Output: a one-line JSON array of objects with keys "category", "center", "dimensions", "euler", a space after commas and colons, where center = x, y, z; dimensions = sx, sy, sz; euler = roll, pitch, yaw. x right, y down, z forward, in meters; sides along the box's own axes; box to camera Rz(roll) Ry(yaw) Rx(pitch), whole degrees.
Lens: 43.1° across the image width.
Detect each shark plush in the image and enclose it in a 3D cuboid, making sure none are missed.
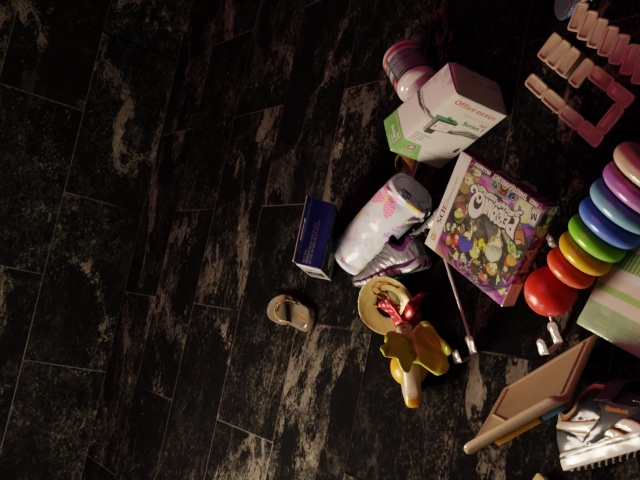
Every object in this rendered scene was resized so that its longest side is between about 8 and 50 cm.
[{"category": "shark plush", "center": [0.269, -0.053, 1.777], "dimensions": [0.161, 0.073, 0.067], "euler": [-51, 24, 17]}]

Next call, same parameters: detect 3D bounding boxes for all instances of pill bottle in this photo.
[{"category": "pill bottle", "center": [0.226, -0.390, 1.952], "dimensions": [0.108, 0.108, 0.180], "euler": [-52, 39, 31]}]

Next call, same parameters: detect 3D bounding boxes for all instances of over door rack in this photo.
[{"category": "over door rack", "center": [0.351, 0.069, 1.591], "dimensions": [0.239, 0.108, 0.324], "euler": [-20, 75, 52]}]

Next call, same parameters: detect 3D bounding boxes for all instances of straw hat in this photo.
[{"category": "straw hat", "center": [0.159, 0.140, 1.863], "dimensions": [0.144, 0.144, 0.061], "euler": [-55, -4, 26]}]

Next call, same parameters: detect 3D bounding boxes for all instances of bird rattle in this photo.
[{"category": "bird rattle", "center": [0.177, 0.236, 1.721], "dimensions": [0.253, 0.143, 0.206], "euler": [-122, 28, -74]}]

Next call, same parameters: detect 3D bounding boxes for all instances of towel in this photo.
[{"category": "towel", "center": [0.576, 0.039, 1.303], "dimensions": [0.248, 0.038, 0.324], "euler": [35, 104, 56]}]

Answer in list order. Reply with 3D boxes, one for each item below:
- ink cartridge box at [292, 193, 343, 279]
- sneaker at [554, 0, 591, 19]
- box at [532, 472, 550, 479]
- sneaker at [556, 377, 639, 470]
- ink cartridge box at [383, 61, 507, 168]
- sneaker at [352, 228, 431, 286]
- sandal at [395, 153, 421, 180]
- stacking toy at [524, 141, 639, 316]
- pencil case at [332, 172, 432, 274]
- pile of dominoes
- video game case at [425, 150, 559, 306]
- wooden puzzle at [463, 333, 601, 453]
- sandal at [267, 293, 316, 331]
[{"category": "ink cartridge box", "center": [0.000, 0.000, 1.985], "dimensions": [0.333, 0.065, 0.165], "euler": [44, -122, -79]}, {"category": "sneaker", "center": [0.520, -0.493, 1.616], "dimensions": [0.053, 0.059, 0.144], "euler": [70, 155, 18]}, {"category": "box", "center": [0.397, 0.529, 1.385], "dimensions": [0.164, 0.021, 0.201], "euler": [-63, 35, 17]}, {"category": "sneaker", "center": [0.491, 0.270, 1.259], "dimensions": [0.321, 0.126, 0.127], "euler": [-33, 56, 47]}, {"category": "ink cartridge box", "center": [0.273, -0.270, 1.782], "dimensions": [0.219, 0.160, 0.092], "euler": [-39, 47, 42]}, {"category": "sneaker", "center": [0.157, 0.043, 1.878], "dimensions": [0.224, 0.083, 0.098], "euler": [-21, 80, 40]}, {"category": "sandal", "center": [0.204, -0.182, 1.950], "dimensions": [0.072, 0.049, 0.180], "euler": [3, 79, 56]}, {"category": "stacking toy", "center": [0.458, 0.003, 1.353], "dimensions": [0.330, 0.141, 0.141], "euler": [-58, 36, 29]}, {"category": "pencil case", "center": [0.145, -0.034, 1.919], "dimensions": [0.124, 0.113, 0.273], "euler": [46, 124, 5]}, {"category": "pile of dominoes", "center": [0.524, -0.322, 1.567], "dimensions": [0.196, 0.040, 0.251], "euler": [-55, 45, 25]}, {"category": "video game case", "center": [0.312, -0.026, 1.517], "dimensions": [0.232, 0.042, 0.210], "euler": [44, 125, 42]}, {"category": "wooden puzzle", "center": [0.369, 0.267, 1.383], "dimensions": [0.044, 0.239, 0.221], "euler": [51, 128, 6]}, {"category": "sandal", "center": [-0.091, 0.197, 2.216], "dimensions": [0.219, 0.060, 0.090], "euler": [21, 94, 57]}]
